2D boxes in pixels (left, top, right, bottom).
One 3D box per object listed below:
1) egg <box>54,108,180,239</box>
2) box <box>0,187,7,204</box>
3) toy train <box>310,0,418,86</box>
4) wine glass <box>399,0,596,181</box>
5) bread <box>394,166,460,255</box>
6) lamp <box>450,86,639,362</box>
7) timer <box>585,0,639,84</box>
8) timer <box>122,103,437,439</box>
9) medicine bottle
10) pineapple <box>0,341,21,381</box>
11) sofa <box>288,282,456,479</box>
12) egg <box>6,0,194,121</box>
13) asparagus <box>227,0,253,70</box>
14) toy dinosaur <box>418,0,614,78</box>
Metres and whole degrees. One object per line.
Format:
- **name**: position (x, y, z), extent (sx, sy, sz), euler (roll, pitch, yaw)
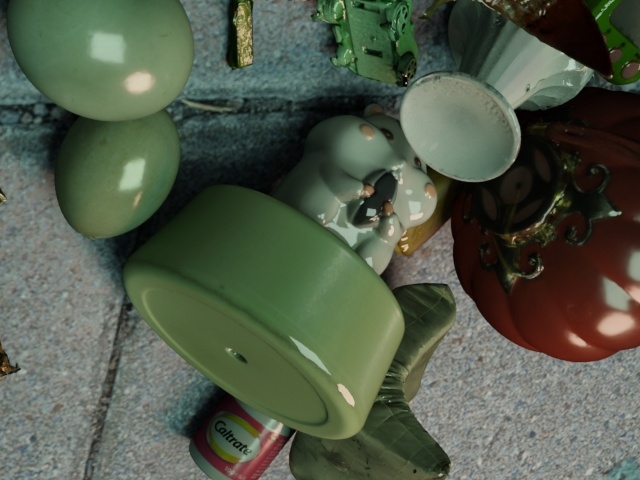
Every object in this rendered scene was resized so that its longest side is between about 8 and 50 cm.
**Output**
- **egg**: position (-0.197, -0.070, 1.739), extent (0.114, 0.114, 0.152), euler (14, 112, -40)
- **box**: position (-0.353, -0.042, 1.715), extent (0.083, 0.035, 0.079), euler (-43, 136, 4)
- **toy train**: position (0.055, -0.225, 1.807), extent (0.081, 0.099, 0.149), euler (-60, 150, -28)
- **wine glass**: position (0.178, -0.161, 1.829), extent (0.196, 0.165, 0.165), euler (-55, 151, -42)
- **bread**: position (0.105, -0.040, 2.004), extent (0.115, 0.056, 0.082), euler (-44, 148, -29)
- **lamp**: position (0.284, -0.019, 1.956), extent (0.257, 0.303, 0.303), euler (26, 107, -42)
- **timer**: position (0.343, -0.243, 2.010), extent (0.128, 0.047, 0.140), euler (-48, 136, 11)
- **timer**: position (0.000, 0.000, 1.859), extent (0.315, 0.291, 0.291), euler (-54, 139, -19)
- **medicine bottle**: position (-0.056, 0.180, 2.053), extent (0.090, 0.090, 0.216), euler (26, 107, -44)
- **pineapple**: position (-0.397, 0.116, 1.757), extent (0.161, 0.137, 0.176), euler (-34, 176, -20)
- **sofa**: position (0.093, 0.195, 2.033), extent (0.225, 0.176, 0.210), euler (-48, 166, -39)
- **egg**: position (-0.196, -0.184, 1.623), extent (0.149, 0.149, 0.192), euler (-49, 142, 10)
- **asparagus**: position (-0.079, -0.210, 1.773), extent (0.025, 0.021, 0.108), euler (-16, 131, -22)
- **toy dinosaur**: position (0.161, -0.290, 1.714), extent (0.207, 0.113, 0.327), euler (-19, 97, -15)
